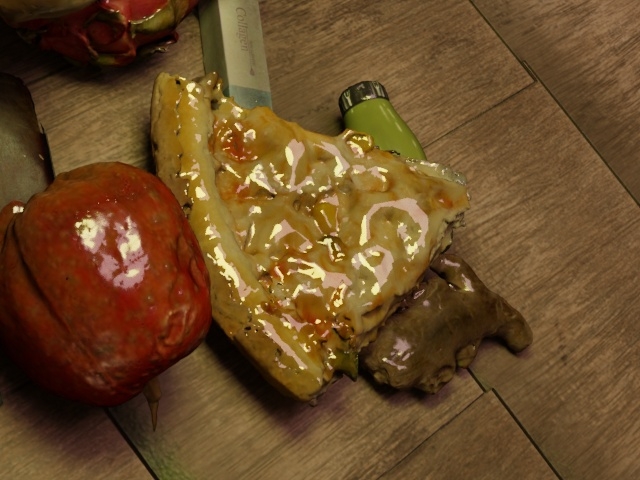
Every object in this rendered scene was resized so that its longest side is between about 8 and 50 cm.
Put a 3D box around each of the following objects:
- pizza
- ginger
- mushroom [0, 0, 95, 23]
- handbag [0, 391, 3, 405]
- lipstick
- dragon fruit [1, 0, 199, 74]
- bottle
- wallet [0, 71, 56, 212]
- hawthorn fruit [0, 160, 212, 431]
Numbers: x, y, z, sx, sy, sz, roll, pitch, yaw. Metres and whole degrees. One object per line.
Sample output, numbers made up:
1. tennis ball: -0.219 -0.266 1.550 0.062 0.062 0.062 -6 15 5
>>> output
1. pizza: -0.029 0.007 1.776 0.435 0.080 0.392 16 62 -9
2. ginger: 0.148 0.108 1.899 0.333 0.080 0.166 -19 91 -36
3. mushroom: -0.337 -0.450 1.586 0.224 0.314 0.397 -18 60 6
4. handbag: -0.410 0.116 1.435 0.088 0.270 0.175 17 32 30
5. lipstick: -0.120 -0.266 1.982 0.066 0.068 0.317 8 56 -27
6. dragon fruit: -0.271 -0.350 1.811 0.250 0.269 0.291 42 40 7
7. bottle: 0.092 -0.094 1.979 0.112 0.112 0.260 -1 61 -34
8. wallet: -0.378 -0.091 1.715 0.137 0.031 0.255 1 61 -34
9. hawthorn fruit: -0.237 0.044 1.572 0.262 0.258 0.258 43 44 20
